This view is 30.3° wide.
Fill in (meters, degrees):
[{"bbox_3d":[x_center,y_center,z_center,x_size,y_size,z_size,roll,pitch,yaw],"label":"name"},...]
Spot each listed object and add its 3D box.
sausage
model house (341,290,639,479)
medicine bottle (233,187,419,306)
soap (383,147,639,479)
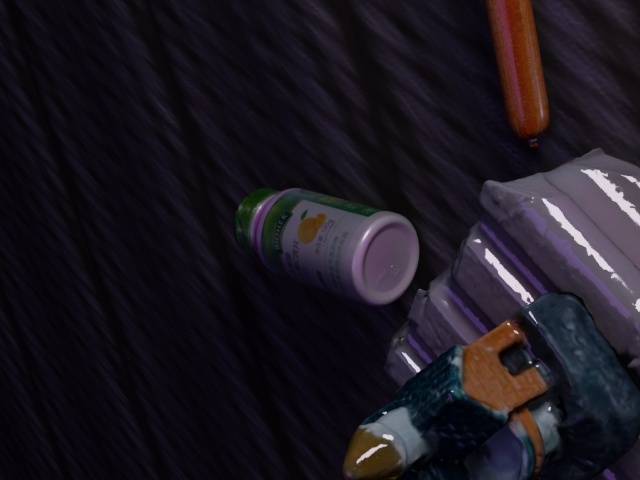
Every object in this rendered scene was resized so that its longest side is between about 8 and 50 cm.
[{"bbox_3d":[0.215,-0.276,1.357,0.053,0.053,0.348,3,110,48],"label":"sausage"},{"bbox_3d":[0.137,0.205,1.169,0.184,0.291,0.253,60,140,16],"label":"model house"},{"bbox_3d":[0.000,0.000,1.678,0.274,0.133,0.133,17,120,45],"label":"medicine bottle"},{"bbox_3d":[0.326,0.153,1.313,0.435,0.213,0.350,49,136,21],"label":"soap"}]
